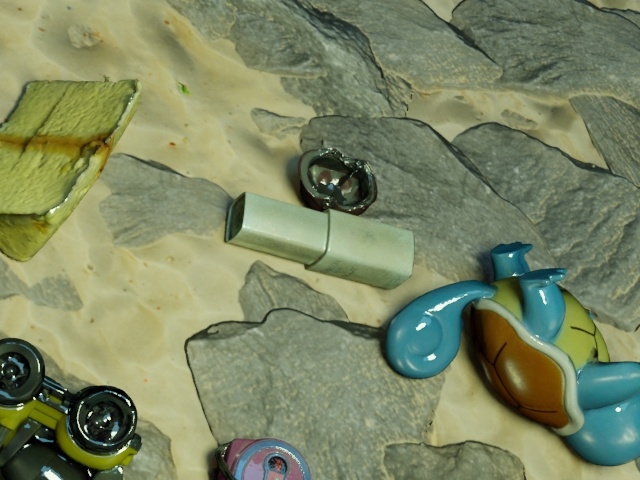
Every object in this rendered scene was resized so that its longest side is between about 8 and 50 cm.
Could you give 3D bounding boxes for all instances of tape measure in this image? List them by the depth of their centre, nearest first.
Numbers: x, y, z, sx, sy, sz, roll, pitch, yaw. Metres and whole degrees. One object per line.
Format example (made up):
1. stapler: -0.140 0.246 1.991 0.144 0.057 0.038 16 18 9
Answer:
1. tape measure: -0.075 0.296 1.474 0.125 0.074 0.118 21 63 -14

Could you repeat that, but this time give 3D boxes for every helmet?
1. helmet: 0.015 -0.071 1.713 0.123 0.070 0.098 13 54 -16

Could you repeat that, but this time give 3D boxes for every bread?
1. bread: -0.322 -0.116 1.474 0.135 0.178 0.240 35 56 -12

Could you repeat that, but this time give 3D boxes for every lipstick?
1. lipstick: 0.000 0.000 1.664 0.252 0.079 0.077 14 64 -22

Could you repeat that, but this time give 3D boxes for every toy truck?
1. toy truck: -0.311 0.211 1.349 0.224 0.147 0.165 30 77 -10

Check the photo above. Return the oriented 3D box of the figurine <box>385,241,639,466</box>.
1. figurine: 0.307 0.143 1.686 0.416 0.298 0.243 26 90 -14
